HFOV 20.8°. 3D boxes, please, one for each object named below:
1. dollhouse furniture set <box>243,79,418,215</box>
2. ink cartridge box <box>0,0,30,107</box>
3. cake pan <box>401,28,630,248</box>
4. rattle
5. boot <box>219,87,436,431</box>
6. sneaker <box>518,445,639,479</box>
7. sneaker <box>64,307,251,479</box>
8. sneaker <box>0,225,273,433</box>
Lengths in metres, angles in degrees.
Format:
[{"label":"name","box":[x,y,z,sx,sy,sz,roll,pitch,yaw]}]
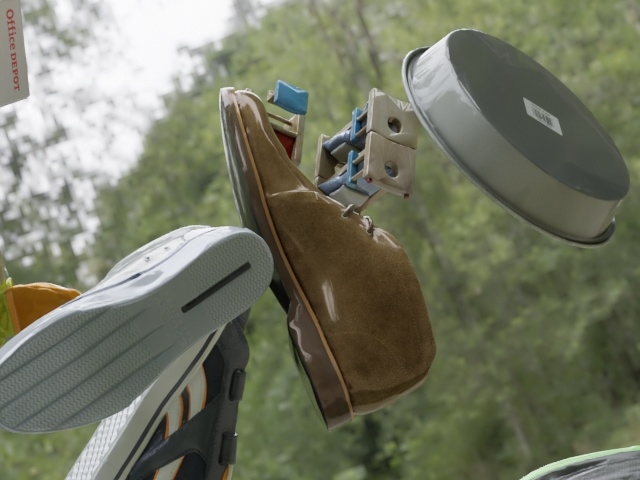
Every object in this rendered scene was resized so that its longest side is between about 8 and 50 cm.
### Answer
[{"label":"dollhouse furniture set","box":[0.001,-0.106,2.026,0.184,0.129,0.129,21,-36,-24]},{"label":"ink cartridge box","box":[-0.309,-0.153,1.416,0.143,0.090,0.092,-26,-54,-41]},{"label":"cake pan","box":[0.216,-0.116,1.843,0.293,0.293,0.054,1,-42,-51]},{"label":"rattle","box":[-0.272,0.047,1.635,0.143,0.130,0.200,-19,-6,4]},{"label":"boot","box":[0.000,0.000,1.456,0.115,0.305,0.112,-22,-15,-6]},{"label":"sneaker","box":[0.136,0.321,1.323,0.483,0.185,0.202,-31,10,-22]},{"label":"sneaker","box":[-0.136,0.175,1.725,0.321,0.127,0.126,-58,17,-7]},{"label":"sneaker","box":[-0.156,0.069,1.358,0.258,0.094,0.091,-28,17,-26]}]
